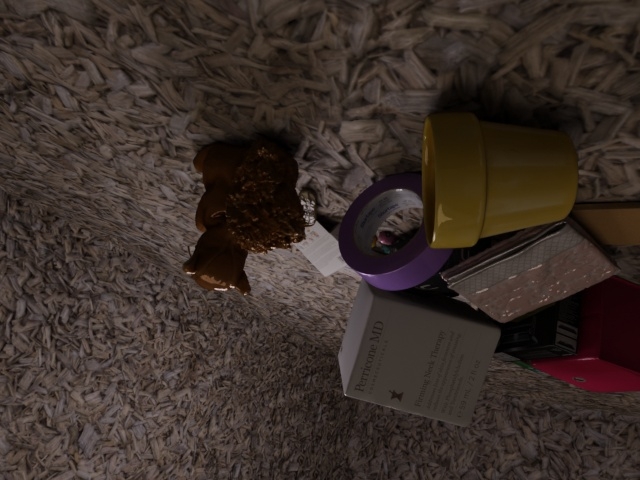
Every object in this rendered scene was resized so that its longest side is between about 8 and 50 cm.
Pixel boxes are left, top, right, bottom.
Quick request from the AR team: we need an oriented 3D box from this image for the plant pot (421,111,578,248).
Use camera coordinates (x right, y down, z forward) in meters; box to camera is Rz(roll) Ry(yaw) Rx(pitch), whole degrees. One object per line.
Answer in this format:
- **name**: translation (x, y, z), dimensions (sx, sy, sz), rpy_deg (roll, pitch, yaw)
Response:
- **plant pot**: translation (0.319, -0.114, 0.841), dimensions (0.239, 0.253, 0.254), rpy_deg (-3, 154, 8)

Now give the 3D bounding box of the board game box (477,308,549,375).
- **board game box**: translation (0.672, 0.310, 1.556), dimensions (0.317, 0.213, 0.046), rpy_deg (24, 157, -15)

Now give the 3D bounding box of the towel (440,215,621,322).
- **towel**: translation (0.524, 0.087, 1.133), dimensions (0.317, 0.053, 0.332), rpy_deg (29, 131, -34)

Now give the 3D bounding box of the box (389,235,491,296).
- **box**: translation (0.336, 0.067, 1.311), dimensions (0.165, 0.143, 0.270), rpy_deg (15, 160, -22)

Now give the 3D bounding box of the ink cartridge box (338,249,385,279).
- **ink cartridge box**: translation (0.141, 0.088, 1.638), dimensions (0.115, 0.067, 0.198), rpy_deg (23, 157, -14)

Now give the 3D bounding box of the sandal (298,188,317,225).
- **sandal**: translation (-0.042, -0.100, 1.378), dimensions (0.072, 0.049, 0.180), rpy_deg (12, 143, 1)

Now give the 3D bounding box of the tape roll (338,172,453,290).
- **tape roll**: translation (0.179, -0.023, 1.078), dimensions (0.275, 0.274, 0.090), rpy_deg (-3, 149, 41)

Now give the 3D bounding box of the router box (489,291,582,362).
- **router box**: translation (0.630, 0.228, 1.360), dimensions (0.081, 0.242, 0.309), rpy_deg (22, 158, -8)

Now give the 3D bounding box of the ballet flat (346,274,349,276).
- **ballet flat**: translation (0.046, 0.102, 1.765), dimensions (0.173, 0.049, 0.057), rpy_deg (10, 156, 18)

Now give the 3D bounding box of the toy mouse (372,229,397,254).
- **toy mouse**: translation (0.211, 0.013, 1.458), dimensions (0.143, 0.031, 0.161), rpy_deg (15, 157, 8)

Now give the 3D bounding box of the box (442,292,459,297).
- **box**: translation (0.376, 0.169, 1.667), dimensions (0.175, 0.051, 0.220), rpy_deg (23, 157, -13)

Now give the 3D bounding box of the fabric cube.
- **fabric cube**: translation (0.814, 0.277, 1.312), dimensions (0.254, 0.259, 0.258), rpy_deg (22, 157, -7)

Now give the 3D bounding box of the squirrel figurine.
- **squirrel figurine**: translation (-0.210, -0.055, 1.175), dimensions (0.281, 0.370, 0.397), rpy_deg (31, 154, -28)

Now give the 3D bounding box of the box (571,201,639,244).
- **box**: translation (0.679, -0.035, 1.004), dimensions (0.201, 0.021, 0.164), rpy_deg (1, 152, 37)

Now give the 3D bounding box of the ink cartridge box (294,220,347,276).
- **ink cartridge box**: translation (0.000, 0.000, 1.560), dimensions (0.239, 0.060, 0.275), rpy_deg (46, 154, -3)

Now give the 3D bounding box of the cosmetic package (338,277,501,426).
- **cosmetic package**: translation (0.293, 0.336, 1.472), dimensions (0.394, 0.329, 0.327), rpy_deg (15, -173, -3)
